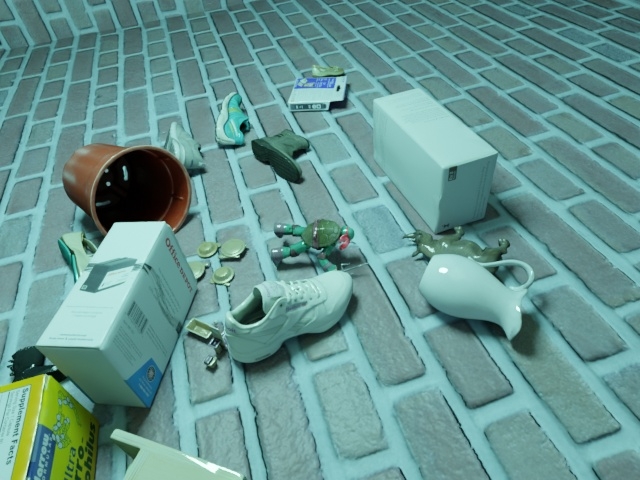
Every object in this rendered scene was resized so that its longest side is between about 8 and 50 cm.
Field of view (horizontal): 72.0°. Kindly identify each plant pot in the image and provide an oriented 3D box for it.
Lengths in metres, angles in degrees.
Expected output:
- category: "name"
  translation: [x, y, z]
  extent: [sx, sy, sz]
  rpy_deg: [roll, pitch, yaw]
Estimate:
- category: "plant pot"
  translation: [-0.542, -0.144, 1.199]
  extent: [0.265, 0.272, 0.272]
  rpy_deg: [21, 51, 37]

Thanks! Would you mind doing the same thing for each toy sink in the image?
- category: "toy sink"
  translation: [-0.229, 0.405, 0.664]
  extent: [0.235, 0.152, 0.131]
  rpy_deg: [11, 48, 16]

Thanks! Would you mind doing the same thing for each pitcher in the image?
- category: "pitcher"
  translation: [0.330, 0.090, 0.928]
  extent: [0.207, 0.125, 0.177]
  rpy_deg: [24, 62, 19]

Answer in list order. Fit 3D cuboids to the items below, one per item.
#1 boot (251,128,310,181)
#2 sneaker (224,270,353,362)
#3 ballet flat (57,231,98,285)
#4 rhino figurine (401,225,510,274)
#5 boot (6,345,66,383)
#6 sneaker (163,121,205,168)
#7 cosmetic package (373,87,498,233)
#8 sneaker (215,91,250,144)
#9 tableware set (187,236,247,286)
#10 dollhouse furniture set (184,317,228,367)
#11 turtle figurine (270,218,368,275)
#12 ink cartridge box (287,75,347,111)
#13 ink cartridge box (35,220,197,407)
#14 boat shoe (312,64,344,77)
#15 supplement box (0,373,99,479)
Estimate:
- category: "boot"
  translation: [-0.095, -0.286, 1.400]
  extent: [0.161, 0.083, 0.246]
  rpy_deg: [-28, 49, -28]
- category: "sneaker"
  translation: [-0.057, 0.135, 0.915]
  extent: [0.305, 0.152, 0.114]
  rpy_deg: [-28, 46, -22]
- category: "ballet flat"
  translation: [-0.603, 0.051, 1.125]
  extent: [0.086, 0.086, 0.248]
  rpy_deg: [-30, 48, -21]
- category: "rhino figurine"
  translation: [0.309, 0.020, 1.042]
  extent: [0.244, 0.073, 0.106]
  rpy_deg: [16, 46, 24]
- category: "boot"
  translation: [-0.594, 0.264, 0.931]
  extent: [0.121, 0.045, 0.099]
  rpy_deg: [-20, 43, -12]
- category: "sneaker"
  translation: [-0.453, -0.302, 1.468]
  extent: [0.115, 0.105, 0.281]
  rpy_deg: [12, 31, -31]
- category: "cosmetic package"
  translation: [0.288, -0.228, 1.195]
  extent: [0.156, 0.217, 0.384]
  rpy_deg: [-19, 47, -11]
- category: "sneaker"
  translation: [-0.306, -0.426, 1.570]
  extent: [0.110, 0.107, 0.275]
  rpy_deg: [9, 49, -11]
- category: "tableware set"
  translation: [-0.271, 0.051, 1.120]
  extent: [0.141, 0.020, 0.168]
  rpy_deg: [6, 47, 15]
- category: "dollhouse furniture set"
  translation: [-0.254, 0.195, 0.927]
  extent: [0.115, 0.081, 0.091]
  rpy_deg: [17, 49, 23]
- category: "turtle figurine"
  translation: [0.000, 0.000, 1.077]
  extent: [0.235, 0.118, 0.175]
  rpy_deg: [-2, 45, 13]
- category: "ink cartridge box"
  translation: [-0.006, -0.563, 1.686]
  extent: [0.209, 0.045, 0.206]
  rpy_deg: [1, 44, 10]
- category: "ink cartridge box"
  translation: [-0.384, 0.143, 0.896]
  extent: [0.129, 0.223, 0.307]
  rpy_deg: [0, 45, 9]
- category: "boat shoe"
  translation: [0.032, -0.691, 1.787]
  extent: [0.153, 0.048, 0.056]
  rpy_deg: [-17, 21, -28]
- category: "supplement box"
  translation: [-0.576, 0.388, 0.694]
  extent: [0.357, 0.195, 0.194]
  rpy_deg: [-15, 45, -7]
